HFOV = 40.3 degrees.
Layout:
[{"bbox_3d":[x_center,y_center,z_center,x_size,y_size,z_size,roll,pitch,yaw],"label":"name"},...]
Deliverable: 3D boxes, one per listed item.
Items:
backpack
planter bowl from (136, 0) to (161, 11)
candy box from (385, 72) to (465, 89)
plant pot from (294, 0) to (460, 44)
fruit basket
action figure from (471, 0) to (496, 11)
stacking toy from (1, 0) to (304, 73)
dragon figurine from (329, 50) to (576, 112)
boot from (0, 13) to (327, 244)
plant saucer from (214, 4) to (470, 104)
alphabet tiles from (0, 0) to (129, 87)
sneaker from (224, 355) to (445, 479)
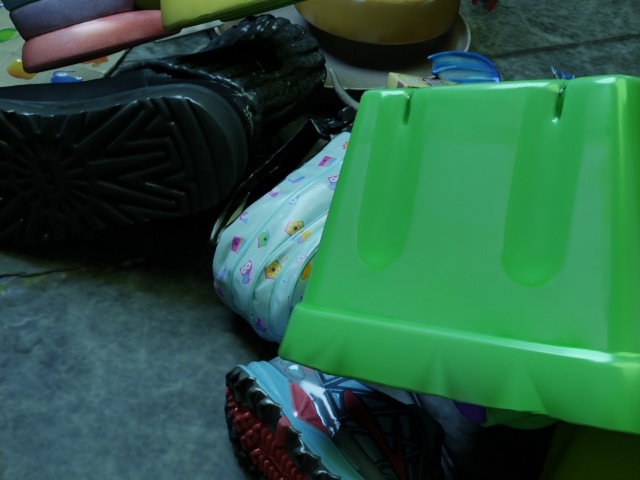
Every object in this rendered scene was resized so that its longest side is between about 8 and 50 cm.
[{"bbox_3d":[0.000,0.000,0.707,0.182,0.152,0.115,-37,44,-23],"label":"backpack"},{"bbox_3d":[-0.191,-0.347,1.109,0.217,0.090,0.217,3,43,-3],"label":"planter bowl"},{"bbox_3d":[0.144,-0.087,0.818,0.186,0.109,0.053,6,22,-17],"label":"candy box"},{"bbox_3d":[0.075,-0.360,1.013,0.205,0.188,0.205,4,41,-3],"label":"plant pot"},{"bbox_3d":[0.186,0.091,0.562,0.282,0.392,0.392,6,33,42],"label":"fruit basket"},{"bbox_3d":[0.231,-0.348,1.212,0.038,0.030,0.115,19,38,6],"label":"action figure"},{"bbox_3d":[-0.140,-0.268,0.844,0.308,0.130,0.279,-8,16,29],"label":"stacking toy"},{"bbox_3d":[0.148,-0.143,0.924,0.289,0.085,0.144,10,39,-3],"label":"dragon figurine"},{"bbox_3d":[-0.183,-0.111,0.810,0.347,0.131,0.260,0,29,16],"label":"boot"},{"bbox_3d":[0.024,-0.249,1.058,0.310,0.050,0.311,4,42,-4],"label":"plant saucer"},{"bbox_3d":[-0.378,-0.218,1.002,0.285,0.011,0.343,13,42,7],"label":"alphabet tiles"},{"bbox_3d":[0.047,0.155,0.567,0.125,0.104,0.262,-19,48,-30],"label":"sneaker"}]
